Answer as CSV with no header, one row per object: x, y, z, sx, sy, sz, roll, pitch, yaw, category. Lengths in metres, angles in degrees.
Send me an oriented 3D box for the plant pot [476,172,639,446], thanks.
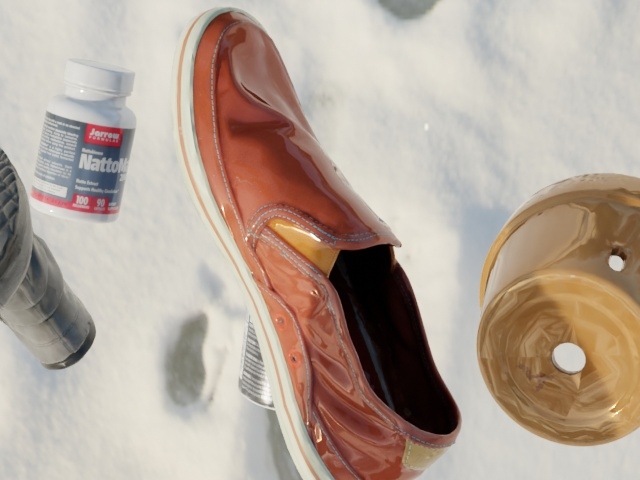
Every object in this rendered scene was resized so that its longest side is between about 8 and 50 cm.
0.295,0.092,1.522,0.291,0.290,0.203,21,26,16,plant pot

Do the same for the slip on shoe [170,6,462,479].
0.000,0.000,0.881,0.101,0.123,0.331,-27,78,35,slip on shoe

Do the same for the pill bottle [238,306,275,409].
-0.022,0.073,1.682,0.131,0.130,0.245,10,104,11,pill bottle

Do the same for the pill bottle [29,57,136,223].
-0.275,-0.118,1.650,0.108,0.108,0.180,15,100,13,pill bottle

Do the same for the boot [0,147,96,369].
-0.253,0.026,1.151,0.118,0.222,0.338,-35,31,-4,boot
